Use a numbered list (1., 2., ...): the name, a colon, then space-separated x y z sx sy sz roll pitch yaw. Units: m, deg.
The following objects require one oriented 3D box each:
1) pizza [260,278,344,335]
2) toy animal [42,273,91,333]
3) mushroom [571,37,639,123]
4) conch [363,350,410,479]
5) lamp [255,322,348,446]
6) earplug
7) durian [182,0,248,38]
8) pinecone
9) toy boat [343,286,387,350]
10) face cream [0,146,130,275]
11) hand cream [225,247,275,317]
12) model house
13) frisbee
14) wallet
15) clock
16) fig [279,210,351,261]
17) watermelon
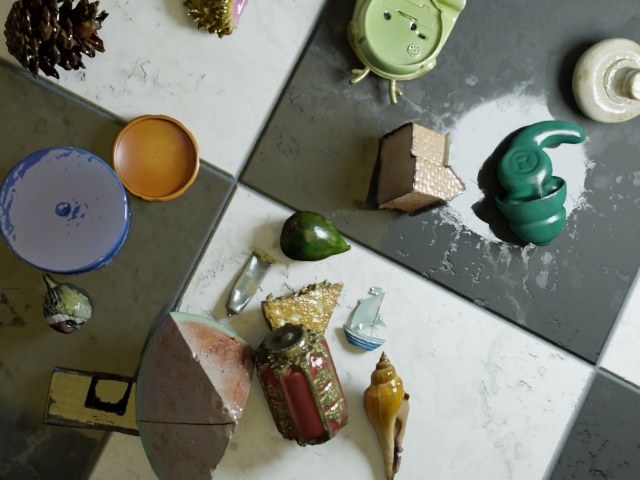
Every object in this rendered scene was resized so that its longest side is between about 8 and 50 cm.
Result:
1. pizza: -0.028 0.157 1.918 0.199 0.062 0.188 -39 111 -14
2. toy animal: -0.553 0.138 1.792 0.137 0.098 0.098 33 84 6
3. mushroom: 0.695 -0.380 2.003 0.206 0.209 0.206 0 89 15
4. conch: 0.145 0.405 1.944 0.093 0.109 0.330 11 112 26
5. lamp: -0.039 0.313 1.833 0.177 0.177 0.274 -22 116 -11
6. earplug: 0.516 -0.130 2.003 0.257 0.164 0.280 -28 111 -47
7. durian: -0.203 -0.620 1.849 0.191 0.112 0.341 30 86 -12
8. pinecone: -0.543 -0.428 1.752 0.204 0.179 0.184 2 112 -28
9. toy boat: 0.103 0.182 1.956 0.105 0.034 0.149 -1 91 -14
10. face cream: -0.515 -0.054 1.730 0.249 0.225 0.249 0 87 -11
11. hand cream: -0.164 0.100 1.906 0.057 0.037 0.165 32 77 -10
12. model house: 0.236 -0.154 1.932 0.172 0.166 0.183 13 72 -27
13. frisbee: -0.361 -0.180 1.856 0.192 0.035 0.192 0 91 -13
14. wallet: -0.473 0.352 1.833 0.230 0.042 0.124 10 91 -10
15. clock: 0.179 -0.475 1.938 0.235 0.096 0.308 22 87 -12
16. fig: 0.000 0.000 1.905 0.177 0.117 0.117 16 87 -22
17. watermelon: -0.238 0.351 1.819 0.319 0.222 0.292 44 117 25
